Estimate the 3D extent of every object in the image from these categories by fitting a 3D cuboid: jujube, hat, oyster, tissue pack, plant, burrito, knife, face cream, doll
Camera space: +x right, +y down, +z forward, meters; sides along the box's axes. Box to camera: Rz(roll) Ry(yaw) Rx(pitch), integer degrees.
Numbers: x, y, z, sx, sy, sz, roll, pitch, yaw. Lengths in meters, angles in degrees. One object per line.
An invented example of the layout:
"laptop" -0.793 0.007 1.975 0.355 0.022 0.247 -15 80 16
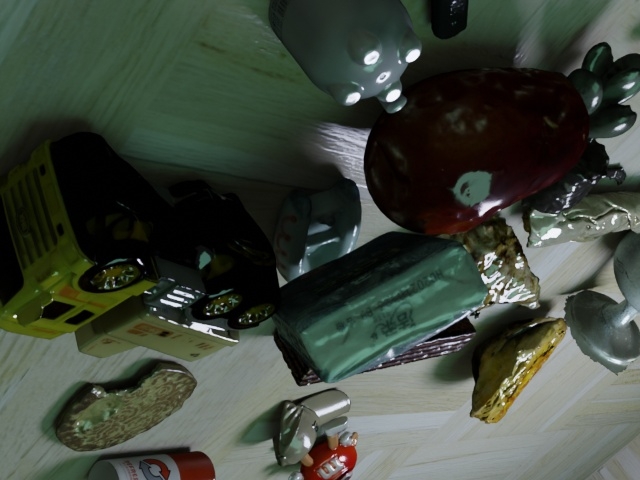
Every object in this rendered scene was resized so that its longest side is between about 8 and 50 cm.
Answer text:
"jujube" 0.211 -0.126 1.368 0.318 0.223 0.223 -18 147 -28
"hat" -0.012 0.360 1.979 0.175 0.085 0.147 -18 146 -21
"oyster" 0.266 0.055 1.762 0.396 0.111 0.204 -5 129 -35
"tissue pack" 0.059 0.077 1.337 0.228 0.103 0.315 -29 -172 -8
"plant" 0.383 -0.171 1.530 0.146 0.149 0.275 -33 157 -38
"burrito" 0.503 -0.039 1.889 0.392 0.076 0.117 -7 142 -37
"knife" 0.483 -0.112 1.820 0.222 0.021 0.045 -3 141 -41
"face cream" -0.294 0.425 1.803 0.214 0.096 0.096 6 133 -47
"doll" 0.007 0.465 2.153 0.183 0.085 0.217 -28 140 -10

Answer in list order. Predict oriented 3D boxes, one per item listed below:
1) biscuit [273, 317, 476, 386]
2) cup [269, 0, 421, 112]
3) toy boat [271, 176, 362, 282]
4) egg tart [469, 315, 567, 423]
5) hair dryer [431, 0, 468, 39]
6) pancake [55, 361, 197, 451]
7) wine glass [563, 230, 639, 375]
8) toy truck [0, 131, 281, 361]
"biscuit" 0.097 0.163 1.774 0.388 0.107 0.073 -6 143 -37
"cup" 0.032 -0.213 1.144 0.134 0.142 0.173 -20 148 -21
"toy boat" 0.000 0.000 1.486 0.134 0.079 0.208 -19 145 -27
"egg tart" 0.408 0.257 2.195 0.297 0.132 0.297 -38 157 -20
"hair dryer" 0.158 -0.323 1.183 0.197 0.089 0.251 -29 159 -11
"pancake" -0.307 0.268 1.632 0.235 0.029 0.212 -14 145 -29
"wine glass" 0.680 0.093 2.098 0.238 0.238 0.323 -6 144 -37
"toy truck" -0.230 0.034 1.231 0.254 0.181 0.405 -34 153 18
